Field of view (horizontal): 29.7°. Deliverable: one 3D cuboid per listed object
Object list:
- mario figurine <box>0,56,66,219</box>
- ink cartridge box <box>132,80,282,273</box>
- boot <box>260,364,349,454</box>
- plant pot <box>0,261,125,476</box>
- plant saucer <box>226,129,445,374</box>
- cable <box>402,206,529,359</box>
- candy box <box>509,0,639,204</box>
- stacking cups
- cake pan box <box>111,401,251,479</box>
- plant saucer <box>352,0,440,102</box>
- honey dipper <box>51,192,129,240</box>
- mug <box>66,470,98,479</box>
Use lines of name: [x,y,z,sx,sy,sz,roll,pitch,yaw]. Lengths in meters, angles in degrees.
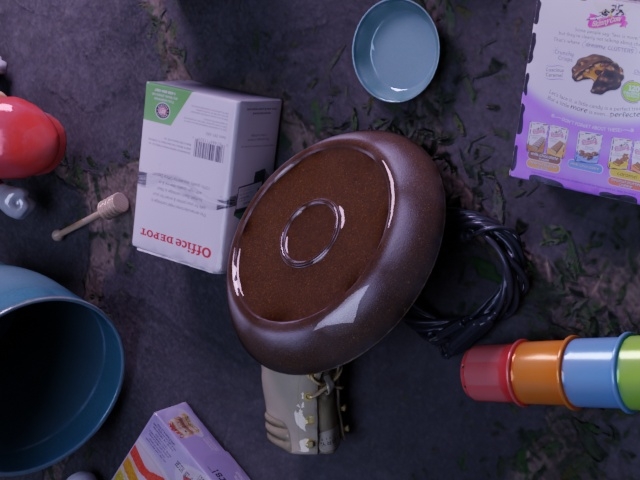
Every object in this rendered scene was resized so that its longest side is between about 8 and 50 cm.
mario figurine: [-0.471,-0.155,1.776,0.321,0.170,0.198,15,141,45]
ink cartridge box: [-0.147,-0.083,1.536,0.160,0.093,0.219,17,106,34]
boot: [0.009,0.153,1.441,0.262,0.095,0.203,-8,91,47]
plant pot: [-0.458,0.152,1.708,0.255,0.272,0.271,32,115,45]
plant saucer: [0.000,0.000,1.370,0.311,0.050,0.310,-23,49,30]
cable: [0.156,0.036,1.365,0.184,0.047,0.150,-49,63,35]
candy box: [0.292,-0.146,1.218,0.165,0.070,0.196,17,106,34]
stacking cups: [0.293,0.144,1.247,0.316,0.096,0.096,-9,91,39]
cake pan box: [-0.180,0.400,1.643,0.267,0.070,0.245,47,122,21]
plant saucer: [0.091,-0.218,1.387,0.119,0.021,0.119,5,99,37]
honey dipper: [-0.333,-0.029,1.724,0.161,0.030,0.030,-23,82,41]
mug: [-0.351,0.378,1.770,0.078,0.062,0.064,-40,64,26]
